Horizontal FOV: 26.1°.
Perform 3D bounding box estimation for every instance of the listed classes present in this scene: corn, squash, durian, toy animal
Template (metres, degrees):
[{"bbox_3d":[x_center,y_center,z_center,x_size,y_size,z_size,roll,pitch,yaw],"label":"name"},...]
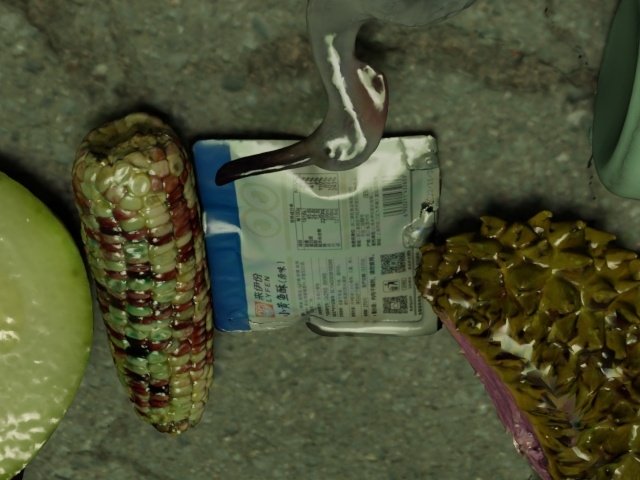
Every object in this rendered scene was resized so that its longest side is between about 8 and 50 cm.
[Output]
[{"bbox_3d":[-0.118,0.030,0.974,0.086,0.086,0.253,-1,126,8],"label":"corn"},{"bbox_3d":[-0.284,0.060,0.948,0.252,0.049,0.252,0,87,-9],"label":"squash"},{"bbox_3d":[0.204,0.114,0.973,0.191,0.112,0.341,-19,119,19],"label":"durian"},{"bbox_3d":[0.050,-0.170,0.818,0.195,0.090,0.324,11,115,7],"label":"toy animal"}]

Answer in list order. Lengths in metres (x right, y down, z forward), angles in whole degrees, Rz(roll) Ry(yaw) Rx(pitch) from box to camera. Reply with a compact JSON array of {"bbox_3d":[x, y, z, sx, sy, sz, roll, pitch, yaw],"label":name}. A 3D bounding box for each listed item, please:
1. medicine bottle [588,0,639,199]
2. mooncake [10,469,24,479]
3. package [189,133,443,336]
[{"bbox_3d":[0.285,-0.078,0.821,0.225,0.139,0.139,9,124,1],"label":"medicine bottle"},{"bbox_3d":[-0.373,0.159,1.059,0.282,0.141,0.283,2,122,3],"label":"mooncake"},{"bbox_3d":[0.000,0.000,0.975,0.173,0.027,0.171,1,127,7],"label":"package"}]
